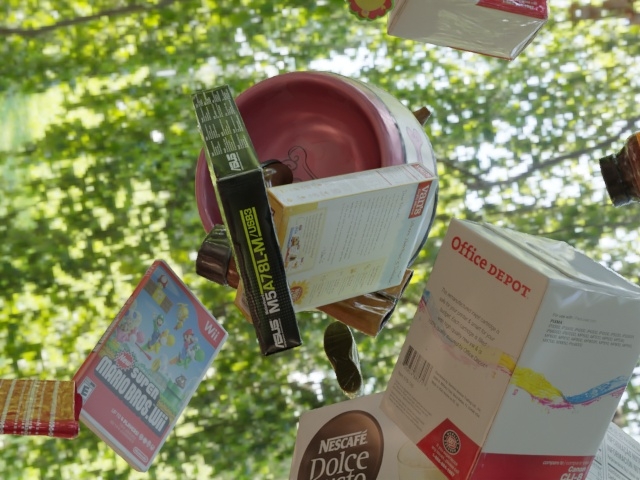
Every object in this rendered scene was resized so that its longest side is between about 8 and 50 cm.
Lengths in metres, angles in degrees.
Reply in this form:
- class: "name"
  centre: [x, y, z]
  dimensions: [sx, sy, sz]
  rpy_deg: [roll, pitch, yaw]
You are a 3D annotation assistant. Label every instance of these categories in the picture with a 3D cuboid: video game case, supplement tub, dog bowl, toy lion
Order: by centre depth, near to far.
- class: "supplement tub"
  centre: [0.466, -0.105, 1.193]
  dimensions: [0.106, 0.197, 0.106]
  rpy_deg: [51, 28, -41]
- class: "toy lion"
  centre: [0.067, -0.353, 1.256]
  dimensions: [0.096, 0.100, 0.034]
  rpy_deg: [39, -2, -10]
- class: "dog bowl"
  centre: [-0.024, -0.092, 1.506]
  dimensions: [0.150, 0.408, 0.408]
  rpy_deg: [26, 47, -66]
- class: "video game case"
  centre: [-0.277, 0.202, 1.508]
  dimensions: [0.025, 0.285, 0.204]
  rpy_deg: [-3, -45, 40]

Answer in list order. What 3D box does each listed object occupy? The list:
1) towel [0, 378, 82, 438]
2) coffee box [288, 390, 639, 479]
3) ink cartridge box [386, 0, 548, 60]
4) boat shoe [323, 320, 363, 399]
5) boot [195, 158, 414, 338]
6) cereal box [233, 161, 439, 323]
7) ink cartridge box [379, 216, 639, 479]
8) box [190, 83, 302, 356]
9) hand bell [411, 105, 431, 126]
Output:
- class: "towel"
  centre: [-0.457, 0.223, 1.232]
  dimensions: [0.199, 0.274, 0.031]
  rpy_deg: [-152, -113, -74]
- class: "coffee box"
  centre: [0.178, 0.373, 1.041]
  dimensions: [0.337, 0.338, 0.334]
  rpy_deg: [-22, -136, 39]
- class: "ink cartridge box"
  centre: [0.228, -0.459, 1.460]
  dimensions: [0.131, 0.226, 0.306]
  rpy_deg: [121, -24, -62]
- class: "boat shoe"
  centre: [0.043, 0.210, 1.618]
  dimensions: [0.048, 0.056, 0.153]
  rpy_deg: [68, 1, -50]
- class: "boot"
  centre: [0.000, 0.000, 1.328]
  dimensions: [0.264, 0.280, 0.096]
  rpy_deg: [-58, 161, -53]
- class: "cereal box"
  centre: [0.021, 0.000, 1.112]
  dimensions: [0.047, 0.240, 0.173]
  rpy_deg: [45, -48, 35]
- class: "ink cartridge box"
  centre: [0.153, 0.090, 0.725]
  dimensions: [0.128, 0.127, 0.176]
  rpy_deg: [42, -63, 55]
- class: "box"
  centre: [-0.069, -0.023, 0.843]
  dimensions: [0.191, 0.045, 0.184]
  rpy_deg: [-114, -172, -56]
- class: "hand bell"
  centre: [0.115, -0.169, 1.767]
  dimensions: [0.126, 0.242, 0.126]
  rpy_deg: [44, 13, -12]
